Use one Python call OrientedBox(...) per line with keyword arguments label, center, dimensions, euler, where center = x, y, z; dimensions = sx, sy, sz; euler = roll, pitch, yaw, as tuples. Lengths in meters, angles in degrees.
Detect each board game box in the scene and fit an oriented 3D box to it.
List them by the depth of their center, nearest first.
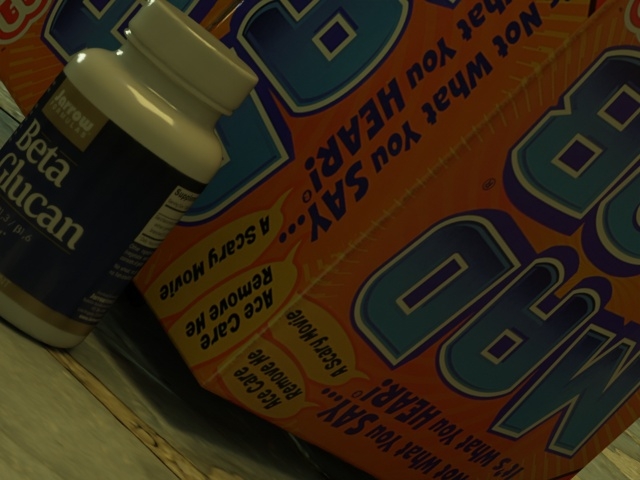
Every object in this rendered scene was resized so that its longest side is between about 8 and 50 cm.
OrientedBox(label="board game box", center=(0.069, -0.095, 1.233), dimensions=(0.356, 0.356, 0.356), euler=(34, 15, -52))

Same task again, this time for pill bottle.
OrientedBox(label="pill bottle", center=(-0.110, -0.037, 1.006), dimensions=(0.094, 0.169, 0.094), euler=(38, 6, -5))

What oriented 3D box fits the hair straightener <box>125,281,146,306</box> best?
OrientedBox(label="hair straightener", center=(-0.121, 0.001, 1.302), dimensions=(0.089, 0.047, 0.230), euler=(37, 2, -16))
